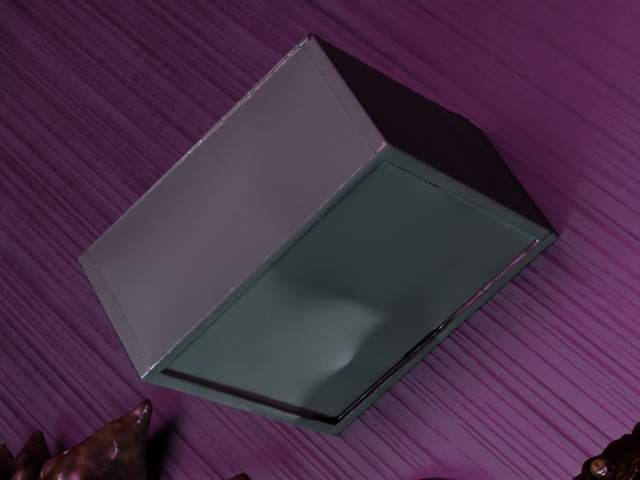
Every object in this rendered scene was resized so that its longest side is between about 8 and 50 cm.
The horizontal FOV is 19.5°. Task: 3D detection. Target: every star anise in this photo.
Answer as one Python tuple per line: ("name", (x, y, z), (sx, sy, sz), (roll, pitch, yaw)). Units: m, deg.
("star anise", (-0.216, 0.253, 1.408), (0.349, 0.109, 0.292), (8, 86, 35))

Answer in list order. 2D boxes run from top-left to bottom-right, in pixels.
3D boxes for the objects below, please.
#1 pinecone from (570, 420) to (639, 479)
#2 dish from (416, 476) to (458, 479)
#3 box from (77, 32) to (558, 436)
("pinecone", (0.206, 0.176, 1.129), (0.140, 0.140, 0.121), (-35, 91, 22))
("dish", (0.055, 0.223, 1.244), (0.141, 0.078, 0.141), (-11, 69, 32))
("box", (0.000, 0.000, 1.257), (0.225, 0.225, 0.117), (-43, 56, 17))
